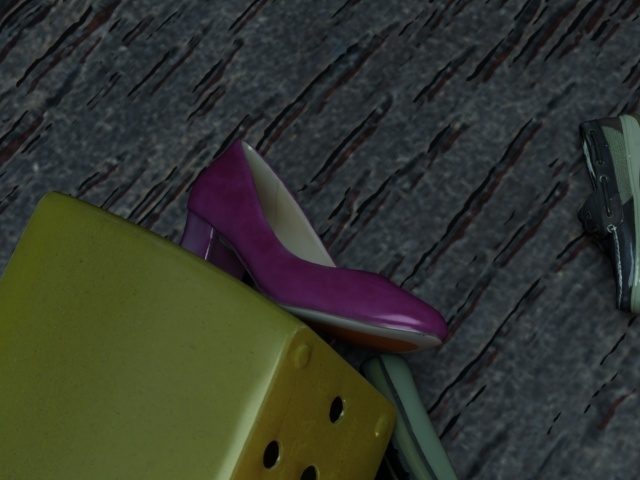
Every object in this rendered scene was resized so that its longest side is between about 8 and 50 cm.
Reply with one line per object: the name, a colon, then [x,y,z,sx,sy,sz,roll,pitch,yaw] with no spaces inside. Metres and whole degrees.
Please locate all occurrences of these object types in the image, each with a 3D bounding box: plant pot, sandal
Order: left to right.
plant pot: [-0.081,0.122,0.894,0.187,0.212,0.212,12,69,33]
sandal: [0.105,0.201,0.936,0.086,0.120,0.303,-14,68,-16]

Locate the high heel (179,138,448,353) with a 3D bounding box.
high heel: [0.000,0.000,0.996,0.244,0.082,0.117,12,76,47]

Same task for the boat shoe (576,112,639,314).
boat shoe: [0.203,-0.018,1.042,0.049,0.056,0.152,-2,60,9]
